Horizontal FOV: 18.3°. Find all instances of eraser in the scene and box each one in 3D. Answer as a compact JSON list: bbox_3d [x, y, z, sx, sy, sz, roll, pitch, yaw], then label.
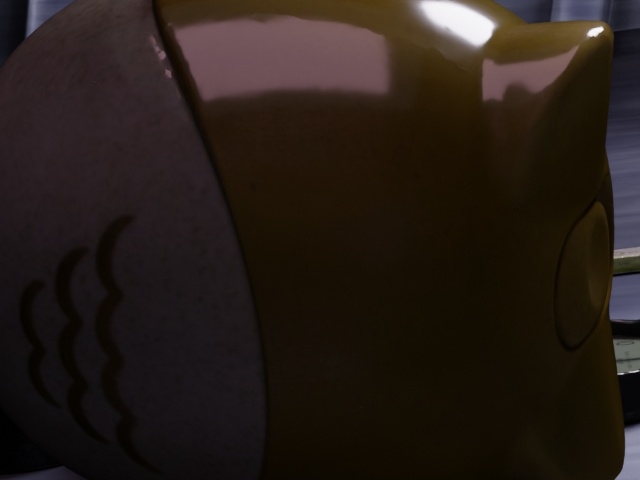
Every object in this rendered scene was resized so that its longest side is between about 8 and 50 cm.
[{"bbox_3d":[0.299,0.021,1.997,0.083,0.019,0.038,-7,14,3],"label":"eraser"}]

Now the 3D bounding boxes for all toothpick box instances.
[{"bbox_3d":[0.000,0.000,1.394,0.425,0.409,0.409,4,16,22],"label":"toothpick box"}]

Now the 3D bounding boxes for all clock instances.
[{"bbox_3d":[0.220,0.105,1.625,0.184,0.040,0.184,-8,13,2],"label":"clock"}]

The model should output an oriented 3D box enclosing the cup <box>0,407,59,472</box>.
[{"bbox_3d":[-0.262,0.079,1.712,0.166,0.177,0.239,-10,13,-9],"label":"cup"}]
